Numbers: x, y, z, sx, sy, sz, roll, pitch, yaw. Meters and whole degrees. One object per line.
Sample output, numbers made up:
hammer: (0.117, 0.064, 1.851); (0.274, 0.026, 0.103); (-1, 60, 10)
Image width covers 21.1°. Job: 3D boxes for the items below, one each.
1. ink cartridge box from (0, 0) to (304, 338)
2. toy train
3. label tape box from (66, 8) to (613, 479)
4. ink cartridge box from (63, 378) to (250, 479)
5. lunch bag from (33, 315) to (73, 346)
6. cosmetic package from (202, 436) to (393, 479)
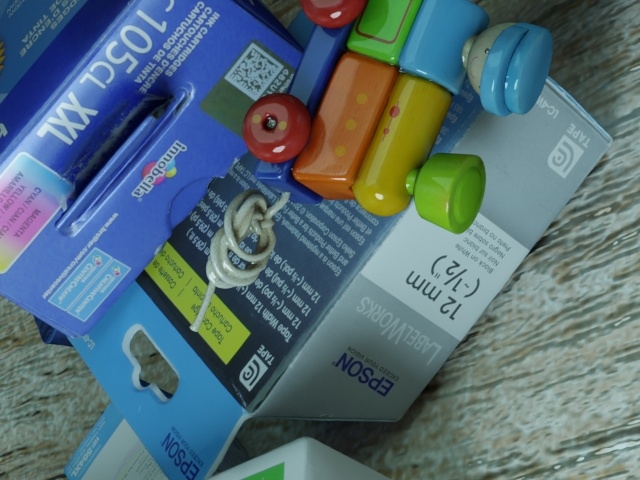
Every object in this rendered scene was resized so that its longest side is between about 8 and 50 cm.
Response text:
ink cartridge box: (-0.173, -0.118, 1.258); (0.270, 0.151, 0.395); (-48, 35, 10)
toy train: (0.031, -0.037, 1.013); (0.143, 0.105, 0.248); (20, 85, 28)
label tape box: (0.000, 0.000, 1.176); (0.347, 0.115, 0.249); (-54, 35, 5)
ink cartridge box: (-0.099, 0.177, 1.181); (0.090, 0.092, 0.143); (-53, 35, 7)
lunch bag: (-0.199, 0.046, 1.428); (0.067, 0.065, 0.098); (-62, 33, 22)
cosmetic package: (-0.090, 0.281, 1.040); (0.366, 0.155, 0.197); (-28, 47, 34)
